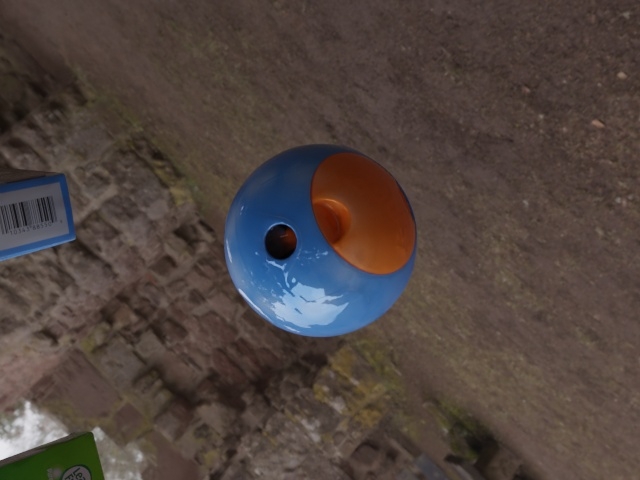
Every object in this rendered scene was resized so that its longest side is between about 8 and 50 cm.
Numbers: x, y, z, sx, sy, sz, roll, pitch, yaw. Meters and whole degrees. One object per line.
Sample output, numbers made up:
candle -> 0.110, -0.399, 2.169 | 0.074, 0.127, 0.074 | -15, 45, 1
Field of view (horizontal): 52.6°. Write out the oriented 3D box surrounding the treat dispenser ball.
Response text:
treat dispenser ball -> 0.000, 0.000, 0.969 | 0.288, 0.288, 0.288 | 40, 164, 14

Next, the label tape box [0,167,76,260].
label tape box -> -0.579, -0.039, 0.981 | 0.348, 0.249, 0.115 | 10, 112, 39

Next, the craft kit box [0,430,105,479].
craft kit box -> -0.319, 0.351, 0.637 | 0.061, 0.247, 0.249 | -20, 85, 46
